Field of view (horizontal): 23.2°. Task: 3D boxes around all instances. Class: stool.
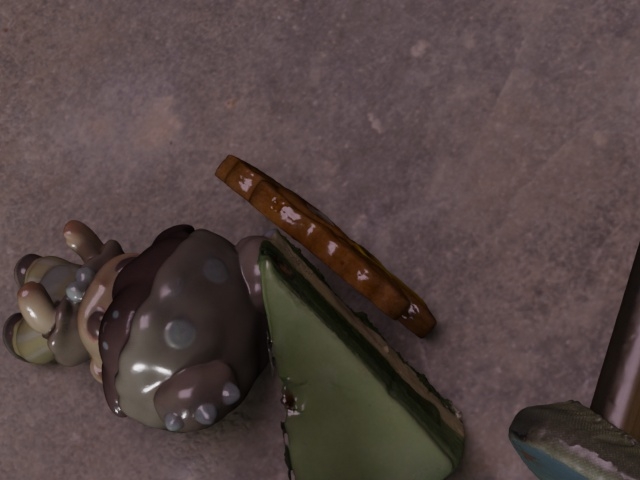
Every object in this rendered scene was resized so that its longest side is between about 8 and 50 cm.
[{"bbox_3d":[0.358,0.183,1.362,0.310,0.310,0.226,27,80,27],"label":"stool"}]

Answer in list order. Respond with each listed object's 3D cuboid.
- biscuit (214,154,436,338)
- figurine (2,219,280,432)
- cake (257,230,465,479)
[{"bbox_3d":[0.002,-0.003,1.660,0.295,0.186,0.044,39,89,26],"label":"biscuit"},{"bbox_3d":[-0.201,0.091,1.709,0.381,0.203,0.248,5,54,38],"label":"figurine"},{"bbox_3d":[0.043,0.122,1.542,0.172,0.158,0.283,-10,98,5],"label":"cake"}]
